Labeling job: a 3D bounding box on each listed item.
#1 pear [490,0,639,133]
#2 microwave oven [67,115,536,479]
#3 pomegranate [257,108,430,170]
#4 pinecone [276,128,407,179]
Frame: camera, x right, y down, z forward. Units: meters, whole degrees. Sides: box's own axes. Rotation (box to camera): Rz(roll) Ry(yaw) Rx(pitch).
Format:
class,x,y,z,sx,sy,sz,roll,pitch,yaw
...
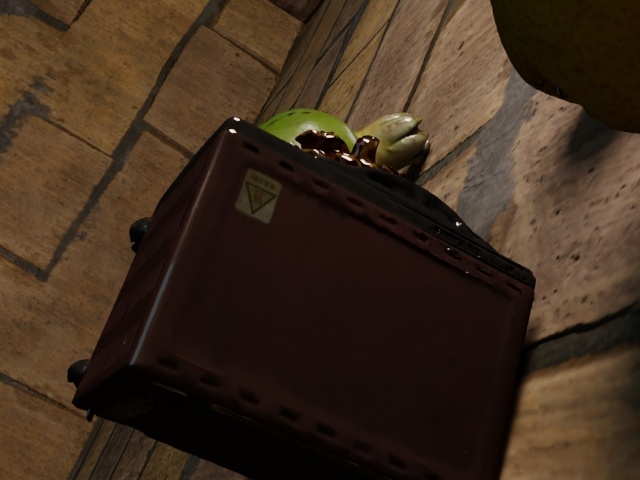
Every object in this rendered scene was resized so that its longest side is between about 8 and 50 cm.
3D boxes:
class,x,y,z,sx,sy,sz,roll,pitch,yaw
pear,0.178,-0.155,0.466,0.209,0.208,0.209,-56,13,20
microwave oven,-0.010,0.061,0.607,0.178,0.247,0.188,-36,33,57
pomegranate,0.009,-0.068,1.044,0.247,0.202,0.202,-28,15,2
pinecone,0.000,0.000,0.848,0.221,0.221,0.221,-56,13,20
